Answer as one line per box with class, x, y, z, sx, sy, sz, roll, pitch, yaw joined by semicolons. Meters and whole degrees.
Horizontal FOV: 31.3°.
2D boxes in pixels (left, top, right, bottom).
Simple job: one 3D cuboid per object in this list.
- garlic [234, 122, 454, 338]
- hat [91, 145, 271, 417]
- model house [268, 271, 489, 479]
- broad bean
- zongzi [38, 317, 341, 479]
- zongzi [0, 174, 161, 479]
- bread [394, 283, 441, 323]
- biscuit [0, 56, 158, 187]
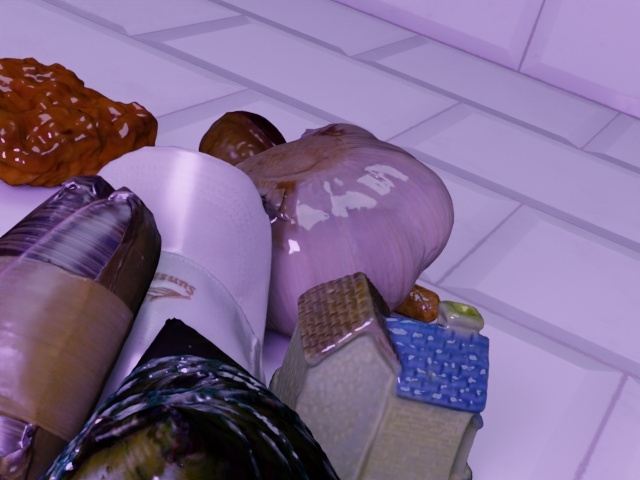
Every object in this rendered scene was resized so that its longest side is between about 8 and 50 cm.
garlic;-0.003;-0.016;1.370;0.322;0.241;0.322;8;37;-6
hat;-0.151;0.061;1.085;0.258;0.301;0.168;14;0;-7
model house;0.069;0.133;1.152;0.214;0.189;0.195;13;25;-7
broad bean;-0.097;-0.104;1.655;0.156;0.122;0.228;33;18;-34
zongzi;-0.110;0.174;0.840;0.383;0.319;0.362;17;30;-52
zongzi;-0.319;0.062;0.961;0.318;0.154;0.289;13;59;12
bread;0.085;0.065;1.495;0.157;0.044;0.052;22;17;8
biscuit;-0.410;-0.176;1.609;0.312;0.110;0.318;28;25;26
